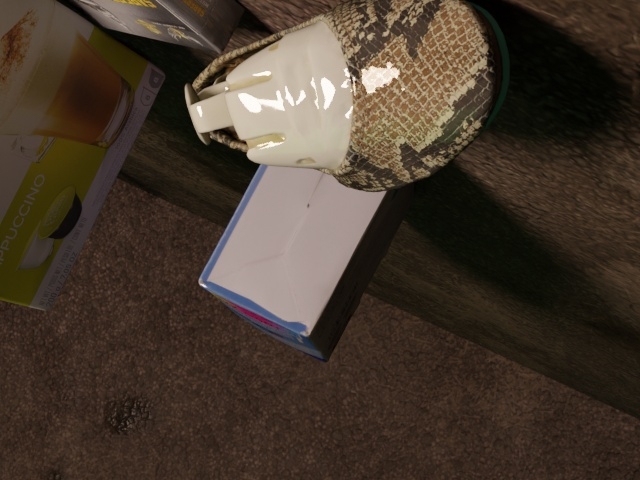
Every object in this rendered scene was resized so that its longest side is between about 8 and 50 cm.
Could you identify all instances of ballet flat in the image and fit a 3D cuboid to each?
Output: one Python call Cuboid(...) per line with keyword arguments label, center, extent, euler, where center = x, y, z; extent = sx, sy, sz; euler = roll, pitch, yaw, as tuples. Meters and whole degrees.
Cuboid(label="ballet flat", center=(-0.021, -0.121, 1.028), extent=(0.182, 0.164, 0.483), euler=(-9, -173, -19))

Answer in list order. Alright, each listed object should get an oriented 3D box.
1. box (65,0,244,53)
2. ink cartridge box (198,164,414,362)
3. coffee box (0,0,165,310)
Cuboid(label="box", center=(-0.216, -0.274, 1.182), extent=(0.231, 0.056, 0.183), euler=(20, 170, 42))
Cuboid(label="ink cartridge box", center=(0.000, 0.000, 1.474), extent=(0.151, 0.270, 0.395), euler=(27, 172, 10))
Cuboid(label="coffee box", center=(-0.460, -0.153, 1.359), extent=(0.338, 0.338, 0.334), euler=(25, 178, 26))
